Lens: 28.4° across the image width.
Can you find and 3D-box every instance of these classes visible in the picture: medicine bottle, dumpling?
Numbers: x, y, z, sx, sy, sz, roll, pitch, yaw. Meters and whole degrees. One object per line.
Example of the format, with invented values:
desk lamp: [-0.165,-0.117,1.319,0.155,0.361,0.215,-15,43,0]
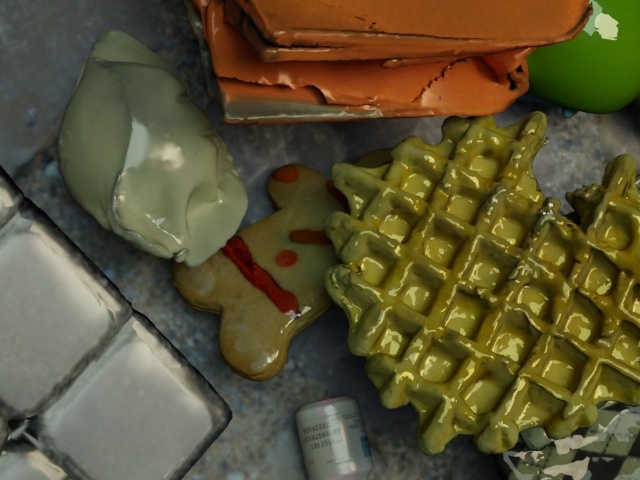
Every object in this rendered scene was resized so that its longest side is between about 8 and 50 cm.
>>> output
medicine bottle: [0.013,0.167,0.973,0.052,0.052,0.089,-10,80,-17]
dumpling: [-0.121,-0.069,0.975,0.155,0.111,0.181,22,74,-38]

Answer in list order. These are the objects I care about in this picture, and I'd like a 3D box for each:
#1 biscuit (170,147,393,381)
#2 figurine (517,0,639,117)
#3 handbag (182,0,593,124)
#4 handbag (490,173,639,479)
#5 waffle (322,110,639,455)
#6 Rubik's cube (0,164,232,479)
biscuit: [0.000,0.000,0.992,0.234,0.030,0.153,-32,61,-15]
figurine: [0.251,-0.172,1.082,0.263,0.143,0.162,16,79,-22]
handbag: [0.007,-0.284,0.940,0.303,0.116,0.410,-6,67,-29]
handbag: [0.264,0.162,0.985,0.317,0.180,0.416,-21,76,-16]
waffle: [0.128,0.023,0.929,0.250,0.056,0.261,-14,72,-4]
Rubik's cube: [-0.321,0.093,0.712,0.344,0.337,0.343,-47,111,-18]
